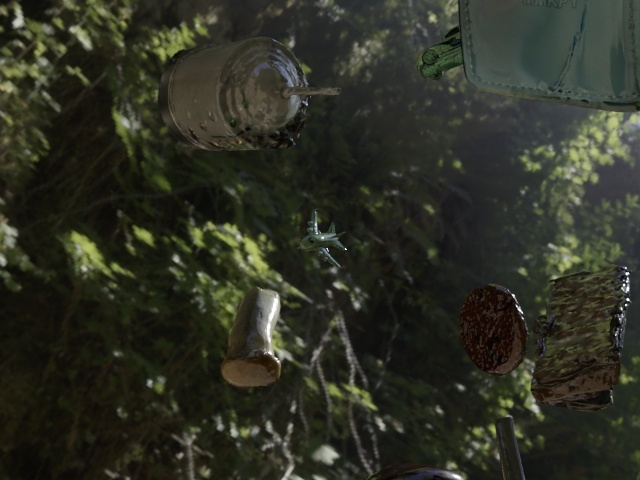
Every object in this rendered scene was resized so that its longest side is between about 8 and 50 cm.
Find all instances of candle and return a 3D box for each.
[{"bbox_3d":[-0.115,-0.235,1.335,0.330,0.187,0.187,7,-36,50],"label":"candle"}]

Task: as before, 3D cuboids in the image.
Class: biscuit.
[{"bbox_3d":[0.346,0.179,1.650,0.049,0.192,0.192,-3,-12,-24],"label":"biscuit"}]

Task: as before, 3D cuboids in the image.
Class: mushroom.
[{"bbox_3d":[-0.094,0.134,1.230,0.084,0.209,0.071,-4,-56,7],"label":"mushroom"}]

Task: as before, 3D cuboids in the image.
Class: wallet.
[{"bbox_3d":[0.186,-0.234,0.654,0.176,0.075,0.250,19,-48,41],"label":"wallet"}]

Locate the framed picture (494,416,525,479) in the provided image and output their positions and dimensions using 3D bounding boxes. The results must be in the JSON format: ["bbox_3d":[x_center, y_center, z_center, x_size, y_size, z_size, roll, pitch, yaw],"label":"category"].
[{"bbox_3d":[0.177,0.319,0.662,0.016,0.289,0.213,-9,-59,8],"label":"framed picture"}]

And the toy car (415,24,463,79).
[{"bbox_3d":[0.319,-0.443,1.872,0.090,0.224,0.076,37,33,-69],"label":"toy car"}]

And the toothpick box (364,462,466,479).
[{"bbox_3d":[0.135,0.420,1.012,0.294,0.192,0.192,-112,175,-46],"label":"toothpick box"}]

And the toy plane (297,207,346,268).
[{"bbox_3d":[-0.002,0.001,1.002,0.033,0.083,0.080,-29,-101,38],"label":"toy plane"}]

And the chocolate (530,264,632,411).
[{"bbox_3d":[0.286,0.096,0.883,0.102,0.329,0.065,-15,-82,24],"label":"chocolate"}]

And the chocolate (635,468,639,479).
[{"bbox_3d":[0.447,0.235,0.711,0.297,0.314,0.326,-21,-57,41],"label":"chocolate"}]
